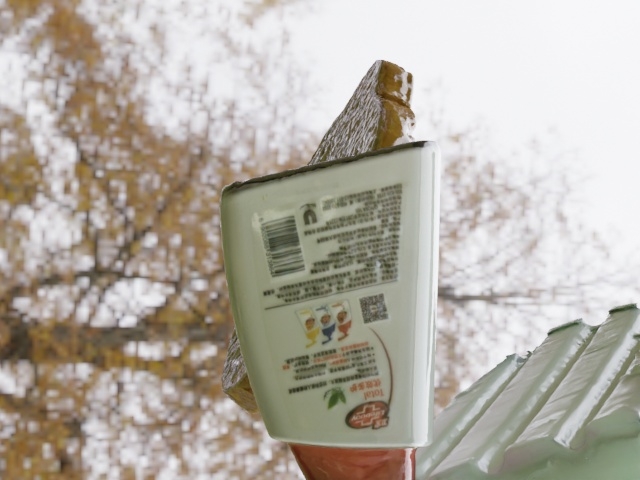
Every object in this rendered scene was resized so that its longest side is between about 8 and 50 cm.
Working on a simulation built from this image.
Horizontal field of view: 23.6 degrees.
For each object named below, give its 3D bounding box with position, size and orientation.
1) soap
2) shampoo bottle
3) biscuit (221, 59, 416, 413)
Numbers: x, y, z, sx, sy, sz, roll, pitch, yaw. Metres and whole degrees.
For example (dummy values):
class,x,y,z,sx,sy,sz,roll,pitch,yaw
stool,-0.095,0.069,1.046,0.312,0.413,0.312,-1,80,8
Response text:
class,x,y,z,sx,sy,sz,roll,pitch,yaw
soap,0.230,0.187,1.359,0.261,0.446,0.156,-23,-86,24
shampoo bottle,0.027,0.088,0.993,0.071,0.153,0.284,17,63,-83
biscuit,0.002,0.001,1.213,0.273,0.049,0.257,-56,-166,28
